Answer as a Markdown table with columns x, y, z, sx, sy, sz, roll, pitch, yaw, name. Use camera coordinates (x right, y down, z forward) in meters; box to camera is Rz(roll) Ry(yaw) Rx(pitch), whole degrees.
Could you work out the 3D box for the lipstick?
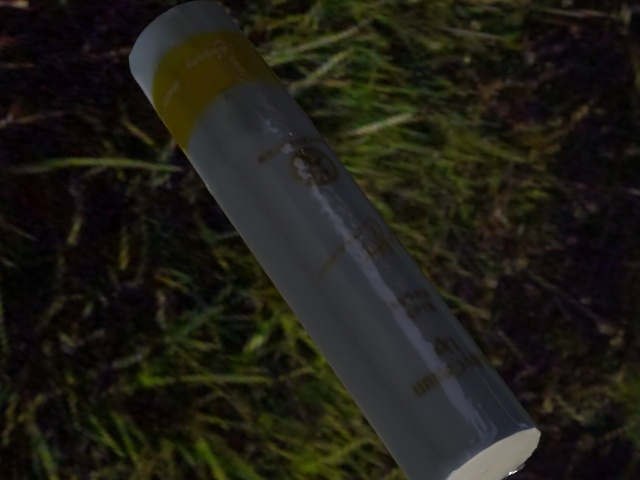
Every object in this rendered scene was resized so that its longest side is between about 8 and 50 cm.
| x | y | z | sx | sy | sz | roll | pitch | yaw | name |
| --- | --- | --- | --- | --- | --- | --- | --- | --- | --- |
| 0.000 | 0.000 | 0.637 | 0.059 | 0.264 | 0.059 | -28 | 153 | -16 | lipstick |
